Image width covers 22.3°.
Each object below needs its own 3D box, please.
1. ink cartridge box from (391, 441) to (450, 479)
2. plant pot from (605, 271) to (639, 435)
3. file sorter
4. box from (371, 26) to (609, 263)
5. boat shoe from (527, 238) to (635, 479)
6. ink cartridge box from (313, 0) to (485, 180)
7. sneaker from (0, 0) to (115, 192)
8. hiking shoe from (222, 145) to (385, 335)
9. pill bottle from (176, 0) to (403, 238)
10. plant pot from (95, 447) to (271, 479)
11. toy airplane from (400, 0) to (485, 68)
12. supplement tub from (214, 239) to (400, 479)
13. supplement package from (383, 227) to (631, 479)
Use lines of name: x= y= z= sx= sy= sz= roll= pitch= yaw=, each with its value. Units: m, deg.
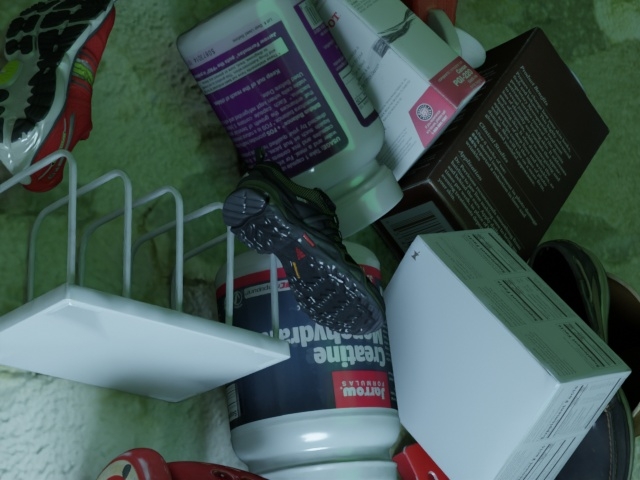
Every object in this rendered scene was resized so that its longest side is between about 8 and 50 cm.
ink cartridge box: x=0.182 y=0.297 z=2.018 sx=0.231 sy=0.078 sz=0.134 roll=-13 pitch=72 yaw=-45
plant pot: x=0.387 y=0.177 z=2.198 sx=0.254 sy=0.237 sz=0.237 roll=24 pitch=58 yaw=-56
file sorter: x=-0.199 y=0.041 z=1.679 sx=0.278 sy=0.193 sz=0.173 roll=19 pitch=60 yaw=-39
box: x=0.227 y=-0.100 z=2.183 sx=0.191 sy=0.143 sz=0.381 roll=53 pitch=48 yaw=-16
boat shoe: x=0.300 y=0.166 z=2.019 sx=0.130 sy=0.132 sz=0.355 roll=29 pitch=49 yaw=-58
ink cartridge box: x=0.069 y=-0.206 z=2.003 sx=0.218 sy=0.158 sz=0.092 roll=42 pitch=44 yaw=3
sneaker: x=-0.286 y=-0.163 z=1.751 sx=0.118 sy=0.107 sz=0.279 roll=71 pitch=27 yaw=-43
hiking shoe: x=0.000 y=0.000 z=1.705 sx=0.227 sy=0.086 sz=0.114 roll=48 pitch=40 yaw=-23
pill bottle: x=-0.028 y=-0.150 z=1.929 sx=0.169 sy=0.169 sz=0.301 roll=-40 pitch=104 yaw=-44
plant pot: x=-0.145 y=0.312 z=1.636 sx=0.174 sy=0.191 sz=0.191 roll=21 pitch=61 yaw=-30
toy airplane: x=0.148 y=-0.399 z=2.113 sx=0.384 sy=0.272 sz=0.386 roll=42 pitch=67 yaw=-12
supplement tub: x=-0.013 y=0.148 z=1.817 sx=0.191 sy=0.191 sz=0.272 roll=6 pitch=71 yaw=-43
supplement package: x=0.193 y=0.147 z=1.933 sx=0.145 sy=0.204 sz=0.262 roll=-4 pitch=43 yaw=-45
